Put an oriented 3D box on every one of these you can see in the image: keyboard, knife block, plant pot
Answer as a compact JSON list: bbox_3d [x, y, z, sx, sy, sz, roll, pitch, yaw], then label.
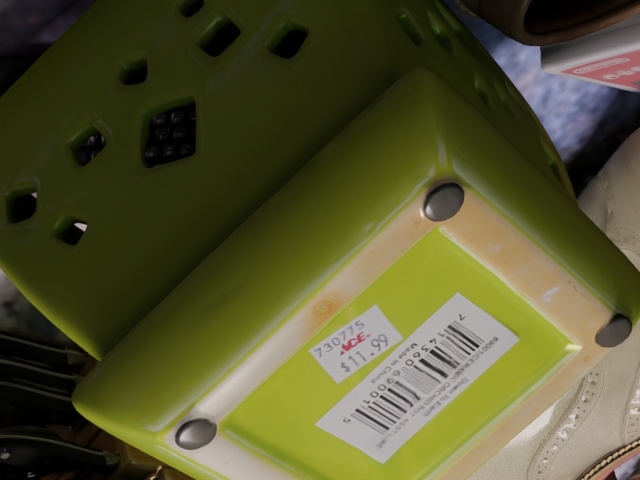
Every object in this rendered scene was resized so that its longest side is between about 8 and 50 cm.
[{"bbox_3d":[-0.085,-0.050,0.757,0.180,0.023,0.108,-6,137,-22],"label":"keyboard"},{"bbox_3d":[-0.117,0.112,0.886,0.088,0.242,0.276,-48,-179,26],"label":"knife block"},{"bbox_3d":[0.000,0.000,0.684,0.228,0.207,0.227,-43,134,10],"label":"plant pot"}]

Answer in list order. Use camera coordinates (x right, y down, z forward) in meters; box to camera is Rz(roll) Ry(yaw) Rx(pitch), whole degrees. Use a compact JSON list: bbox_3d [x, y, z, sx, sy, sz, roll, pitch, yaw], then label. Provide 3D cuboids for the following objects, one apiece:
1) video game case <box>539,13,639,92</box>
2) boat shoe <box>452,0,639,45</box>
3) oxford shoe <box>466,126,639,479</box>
[{"bbox_3d":[0.289,-0.098,0.802,0.285,0.025,0.204,6,171,-37],"label":"video game case"},{"bbox_3d":[0.202,-0.183,0.694,0.324,0.116,0.123,-29,141,3],"label":"boat shoe"},{"bbox_3d":[0.142,0.072,0.920,0.146,0.140,0.397,0,136,-21],"label":"oxford shoe"}]
